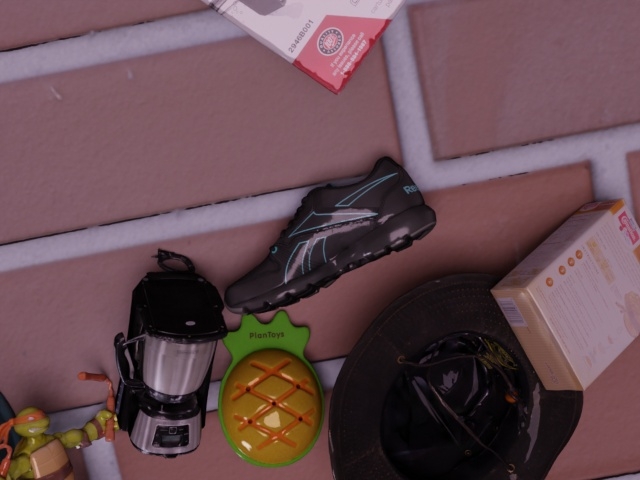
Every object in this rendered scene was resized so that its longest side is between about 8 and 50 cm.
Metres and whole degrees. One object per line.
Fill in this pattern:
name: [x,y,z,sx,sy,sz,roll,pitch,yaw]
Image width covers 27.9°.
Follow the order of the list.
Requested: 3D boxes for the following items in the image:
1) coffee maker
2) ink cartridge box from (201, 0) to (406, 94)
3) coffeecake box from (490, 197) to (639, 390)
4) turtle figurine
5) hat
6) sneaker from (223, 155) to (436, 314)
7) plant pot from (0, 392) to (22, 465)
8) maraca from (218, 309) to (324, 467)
coffee maker: [-0.172,0.135,1.503,0.120,0.171,0.178,15,121,0]
ink cartridge box: [-0.038,-0.318,1.393,0.273,0.114,0.197,34,101,-9]
coffeecake box: [0.305,0.061,1.486,0.185,0.068,0.142,-38,105,-28]
turtle figurine: [-0.321,0.283,1.486,0.087,0.269,0.217,-8,102,33]
hat: [0.137,0.194,1.526,0.331,0.134,0.331,-2,96,-20]
sneaker: [0.000,0.000,1.504,0.267,0.101,0.106,-28,82,6]
plant pot: [-0.523,0.318,1.429,0.341,0.334,0.341,-1,105,-3]
maraca: [-0.060,0.177,1.536,0.127,0.099,0.185,-3,80,-10]
